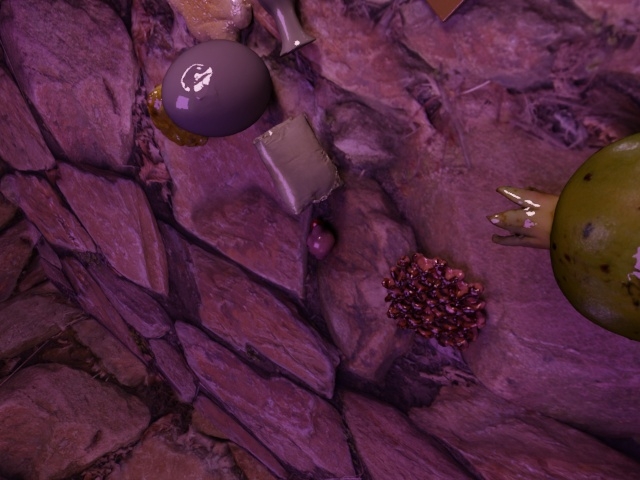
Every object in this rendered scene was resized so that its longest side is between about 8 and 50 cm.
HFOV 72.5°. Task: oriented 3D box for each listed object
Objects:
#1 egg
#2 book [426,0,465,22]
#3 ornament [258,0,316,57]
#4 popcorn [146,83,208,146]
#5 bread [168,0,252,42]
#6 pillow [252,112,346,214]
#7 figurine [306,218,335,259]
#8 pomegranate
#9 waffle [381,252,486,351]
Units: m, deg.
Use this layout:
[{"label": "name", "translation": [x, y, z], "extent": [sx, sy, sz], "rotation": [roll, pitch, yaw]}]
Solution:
[{"label": "egg", "translation": [-0.199, -0.289, 0.840], "extent": [0.176, 0.232, 0.176], "rotation": [18, 124, 29]}, {"label": "book", "translation": [0.161, -0.412, 0.601], "extent": [0.172, 0.012, 0.118], "rotation": [52, 139, -2]}, {"label": "ornament", "translation": [-0.070, -0.411, 0.760], "extent": [0.074, 0.081, 0.156], "rotation": [-21, 111, 12]}, {"label": "popcorn", "translation": [-0.313, -0.292, 1.001], "extent": [0.173, 0.142, 0.174], "rotation": [28, 138, 29]}, {"label": "bread", "translation": [-0.244, -0.497, 0.871], "extent": [0.181, 0.039, 0.251], "rotation": [-27, 100, 48]}, {"label": "pillow", "translation": [-0.047, -0.157, 0.885], "extent": [0.077, 0.134, 0.181], "rotation": [-10, 112, 57]}, {"label": "figurine", "translation": [0.000, 0.000, 1.002], "extent": [0.066, 0.071, 0.083], "rotation": [-9, 132, -2]}, {"label": "pomegranate", "translation": [0.383, -0.009, 0.543], "extent": [0.340, 0.260, 0.261], "rotation": [10, 125, 40]}, {"label": "waffle", "translation": [0.232, 0.126, 0.905], "extent": [0.221, 0.055, 0.234], "rotation": [20, 136, 27]}]
